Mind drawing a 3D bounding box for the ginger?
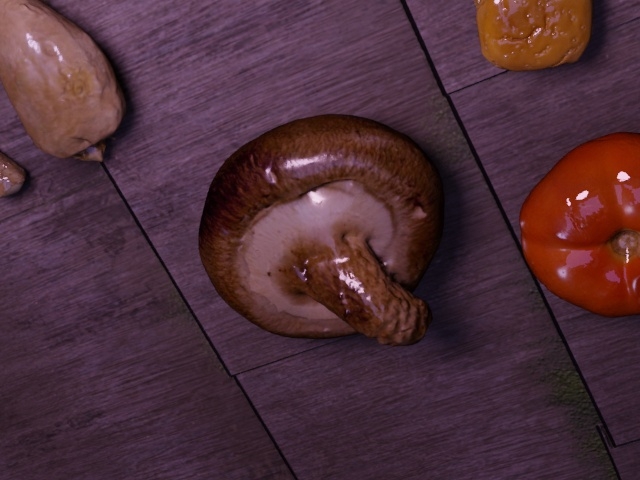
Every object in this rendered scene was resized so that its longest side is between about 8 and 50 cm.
[{"bbox_3d":[-0.345,-0.214,1.387,0.138,0.152,0.267,-31,110,-11],"label":"ginger"}]

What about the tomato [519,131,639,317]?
[{"bbox_3d":[0.388,-0.028,1.391,0.259,0.180,0.260,2,117,5],"label":"tomato"}]

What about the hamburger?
[{"bbox_3d":[0.263,-0.280,1.318,0.147,0.083,0.138,-5,115,5],"label":"hamburger"}]

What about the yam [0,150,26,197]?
[{"bbox_3d":[-0.543,-0.158,1.476,0.299,0.066,0.066,34,117,-13],"label":"yam"}]

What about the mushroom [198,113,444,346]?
[{"bbox_3d":[-0.001,-0.013,1.434,0.345,0.239,0.345,-1,100,-4],"label":"mushroom"}]
